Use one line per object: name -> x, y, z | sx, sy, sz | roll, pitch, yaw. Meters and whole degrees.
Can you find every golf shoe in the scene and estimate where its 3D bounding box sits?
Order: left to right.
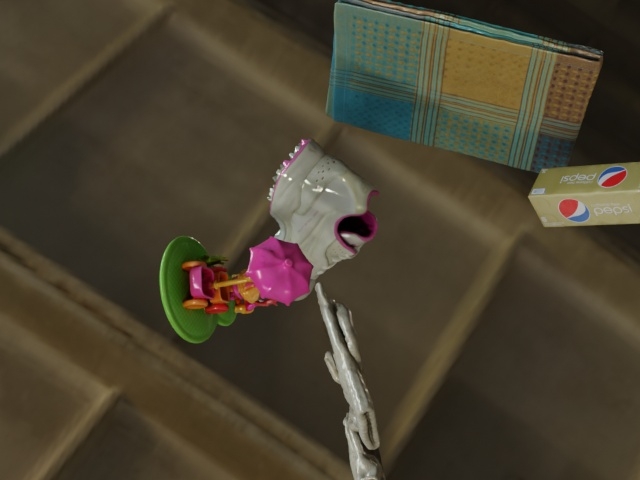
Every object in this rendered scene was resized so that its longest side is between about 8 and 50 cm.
golf shoe -> 0.000, 0.000, 1.926 | 0.140, 0.306, 0.115 | 25, -123, 12

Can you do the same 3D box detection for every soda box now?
soda box -> 0.374, -0.061, 1.910 | 0.061, 0.181, 0.058 | 57, -131, -33

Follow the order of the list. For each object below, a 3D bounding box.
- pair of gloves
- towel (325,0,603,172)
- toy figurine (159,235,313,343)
pair of gloves -> 0.036, 0.185, 1.659 | 0.042, 0.240, 0.204 | -13, -129, 0
towel -> 0.194, -0.220, 2.041 | 0.370, 0.271, 0.040 | 14, -124, 5
toy figurine -> -0.078, 0.051, 1.706 | 0.173, 0.159, 0.130 | 23, -119, -61
